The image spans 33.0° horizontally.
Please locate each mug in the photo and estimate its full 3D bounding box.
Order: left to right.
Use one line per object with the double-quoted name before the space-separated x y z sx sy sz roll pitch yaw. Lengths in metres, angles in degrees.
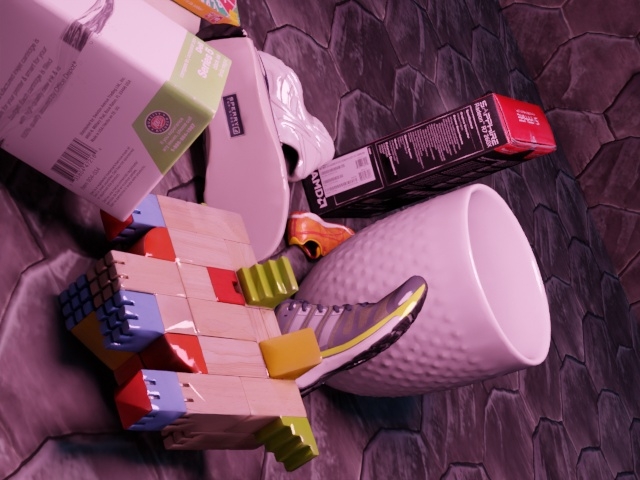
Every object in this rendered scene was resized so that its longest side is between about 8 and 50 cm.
"mug" 0.162 0.110 1.656 0.374 0.328 0.276 27 49 -53

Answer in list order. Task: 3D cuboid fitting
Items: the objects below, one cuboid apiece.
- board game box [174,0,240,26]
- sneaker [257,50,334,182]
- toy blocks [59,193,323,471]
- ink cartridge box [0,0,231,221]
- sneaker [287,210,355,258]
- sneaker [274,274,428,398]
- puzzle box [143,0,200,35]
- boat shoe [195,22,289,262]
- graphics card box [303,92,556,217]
"board game box" -0.211 -0.403 1.555 0.259 0.039 0.124 18 55 -53
"sneaker" -0.074 -0.194 1.711 0.232 0.090 0.115 53 48 -11
"toy blocks" -0.175 0.091 1.259 0.261 0.190 0.381 13 49 -48
"ink cartridge box" -0.265 -0.176 1.148 0.272 0.198 0.115 33 37 -19
"sneaker" 0.000 0.000 1.751 0.175 0.064 0.067 16 77 -51
"sneaker" 0.004 0.118 1.434 0.121 0.300 0.111 61 1 13
"puzzle box" -0.265 -0.483 1.603 0.272 0.052 0.409 44 36 -38
"boat shoe" -0.106 -0.137 1.583 0.158 0.127 0.341 -3 87 -82
"graphics card box" 0.181 -0.133 1.815 0.232 0.370 0.094 -4 75 -60
